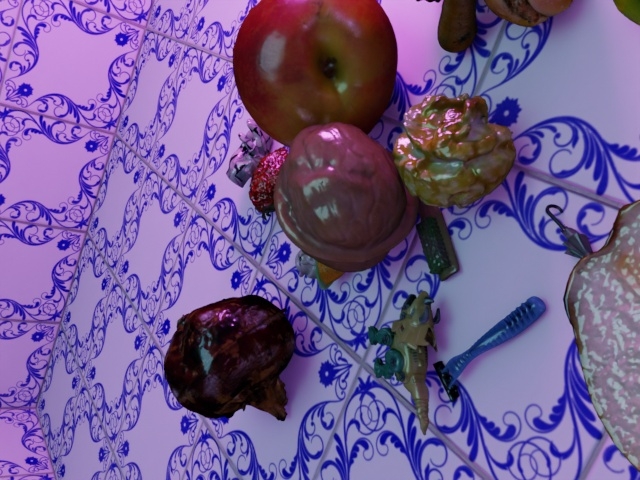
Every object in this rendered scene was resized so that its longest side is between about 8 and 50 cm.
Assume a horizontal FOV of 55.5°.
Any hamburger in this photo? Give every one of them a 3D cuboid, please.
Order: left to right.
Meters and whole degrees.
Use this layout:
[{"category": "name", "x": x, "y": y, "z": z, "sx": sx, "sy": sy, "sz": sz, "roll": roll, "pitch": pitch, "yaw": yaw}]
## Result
[{"category": "hamburger", "x": 0.344, "y": -0.451, "z": 1.010, "sx": 0.118, "sy": 0.191, "sz": 0.181, "roll": -27, "pitch": 90, "yaw": 55}]

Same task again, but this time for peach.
[{"category": "peach", "x": -0.015, "y": -0.386, "z": 1.334, "sx": 0.388, "sy": 0.388, "sz": 0.388, "roll": -17, "pitch": 68, "yaw": 49}]

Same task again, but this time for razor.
[{"category": "razor", "x": 0.287, "y": 0.181, "z": 1.047, "sx": 0.253, "sy": 0.042, "sz": 0.082, "roll": -49, "pitch": 46, "yaw": 32}]

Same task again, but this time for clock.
[{"category": "clock", "x": 0.000, "y": 0.000, "z": 1.408, "sx": 0.144, "sy": 0.103, "sz": 0.230, "roll": -9, "pitch": 75, "yaw": 42}]

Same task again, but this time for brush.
[{"category": "brush", "x": 0.208, "y": -0.054, "z": 1.205, "sx": 0.054, "sy": 0.048, "sz": 0.282, "roll": -40, "pitch": 50, "yaw": 41}]

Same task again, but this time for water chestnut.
[{"category": "water chestnut", "x": -0.197, "y": 0.299, "z": 1.456, "sx": 0.335, "sy": 0.335, "sz": 0.347, "roll": -35, "pitch": 85, "yaw": 42}]

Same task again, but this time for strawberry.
[{"category": "strawberry", "x": -0.139, "y": -0.155, "z": 1.641, "sx": 0.192, "sy": 0.085, "sz": 0.140, "roll": -60, "pitch": 39, "yaw": 20}]

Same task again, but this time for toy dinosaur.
[{"category": "toy dinosaur", "x": 0.165, "y": 0.231, "z": 1.142, "sx": 0.153, "sy": 0.094, "sz": 0.259, "roll": -27, "pitch": 57, "yaw": 55}]

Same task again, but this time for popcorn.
[{"category": "popcorn", "x": 0.233, "y": -0.156, "z": 1.082, "sx": 0.204, "sy": 0.183, "sz": 0.221, "roll": -48, "pitch": 39, "yaw": -5}]

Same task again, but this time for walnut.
[{"category": "walnut", "x": 0.050, "y": -0.078, "z": 1.200, "sx": 0.296, "sy": 0.285, "sz": 0.285, "roll": 94, "pitch": 166, "yaw": -63}]

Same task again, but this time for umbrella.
[{"category": "umbrella", "x": 0.414, "y": 0.041, "z": 0.920, "sx": 0.044, "sy": 0.044, "sz": 0.269, "roll": 95, "pitch": 157, "yaw": -48}]

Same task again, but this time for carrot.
[{"category": "carrot", "x": 0.246, "y": -0.447, "z": 1.084, "sx": 0.078, "sy": 0.298, "sz": 0.078, "roll": -4, "pitch": 68, "yaw": 10}]

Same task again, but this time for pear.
[{"category": "pear", "x": 0.489, "y": 0.124, "z": 0.679, "sx": 0.340, "sy": 0.191, "sz": 0.386, "roll": -58, "pitch": 42, "yaw": 30}]

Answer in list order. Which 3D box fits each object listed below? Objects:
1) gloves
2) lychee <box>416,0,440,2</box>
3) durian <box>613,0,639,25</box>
[{"category": "gloves", "x": -0.187, "y": -0.258, "z": 1.711, "sx": 0.111, "sy": 0.127, "sz": 0.212, "roll": 39, "pitch": 97, "yaw": 3}, {"category": "lychee", "x": 0.213, "y": -0.590, "z": 1.152, "sx": 0.300, "sy": 0.264, "sz": 0.264, "roll": 10, "pitch": 89, "yaw": 59}, {"category": "durian", "x": 0.493, "y": -0.400, "z": 0.888, "sx": 0.139, "sy": 0.101, "sz": 0.250, "roll": -16, "pitch": 64, "yaw": 11}]
